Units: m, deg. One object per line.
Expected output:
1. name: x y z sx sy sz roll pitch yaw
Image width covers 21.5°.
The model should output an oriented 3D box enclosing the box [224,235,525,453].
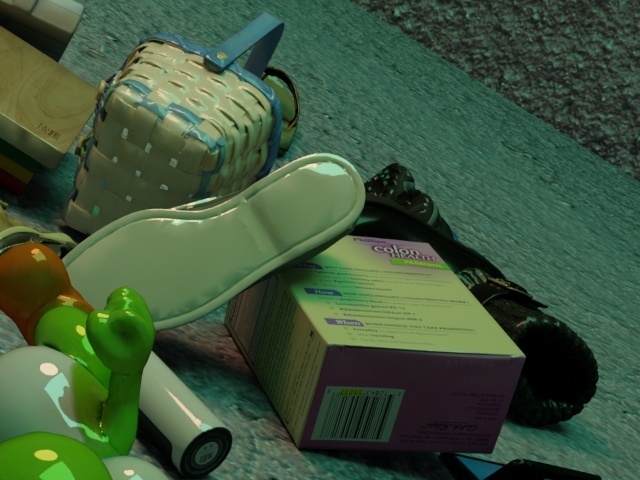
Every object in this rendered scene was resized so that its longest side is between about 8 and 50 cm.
1. box: 0.047 0.098 1.684 0.213 0.117 0.243 5 26 -25

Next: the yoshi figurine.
1. yoshi figurine: -0.200 0.138 1.162 0.203 0.203 0.362 -2 32 -29

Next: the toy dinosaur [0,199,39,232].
1. toy dinosaur: -0.335 -0.022 1.627 0.092 0.053 0.183 37 19 25

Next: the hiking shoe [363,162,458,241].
1. hiking shoe: 0.109 -0.010 2.254 0.132 0.113 0.304 55 2 -17

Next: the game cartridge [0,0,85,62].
1. game cartridge: -0.472 -0.307 2.043 0.355 0.068 0.230 24 -25 -13

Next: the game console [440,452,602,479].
1. game console: 0.202 0.229 1.696 0.122 0.107 0.071 16 49 -33

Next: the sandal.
1. sandal: -0.073 -0.211 2.538 0.120 0.086 0.303 24 17 -14

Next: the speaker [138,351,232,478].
1. speaker: -0.135 0.142 1.447 0.055 0.055 0.136 8 26 -48

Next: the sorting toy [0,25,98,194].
1. sorting toy: -0.389 -0.166 1.861 0.255 0.089 0.257 33 18 -9

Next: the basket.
1. basket: -0.144 -0.112 1.847 0.201 0.255 0.289 32 28 12

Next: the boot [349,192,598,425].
1. boot: 0.142 0.076 1.944 0.348 0.131 0.260 18 19 -31

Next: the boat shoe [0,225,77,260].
1. boat shoe: -0.268 0.019 1.604 0.049 0.056 0.152 29 16 22

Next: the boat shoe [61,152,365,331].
1. boat shoe: -0.108 0.014 1.614 0.116 0.319 0.099 64 -13 9
